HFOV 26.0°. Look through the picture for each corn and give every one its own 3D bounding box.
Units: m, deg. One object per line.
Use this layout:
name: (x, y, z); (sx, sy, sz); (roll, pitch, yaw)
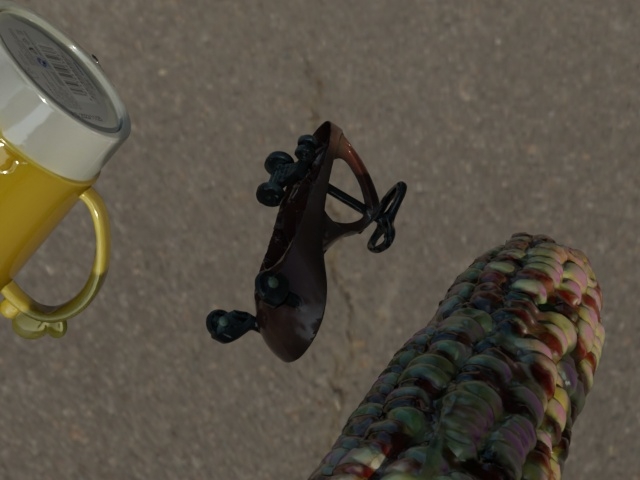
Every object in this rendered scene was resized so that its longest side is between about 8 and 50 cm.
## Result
corn: (0.059, 0.081, 0.585); (0.092, 0.092, 0.280); (16, 30, 15)

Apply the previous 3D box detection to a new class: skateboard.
skateboard: (0.000, 0.000, 0.777); (0.080, 0.067, 0.151); (29, 55, -17)

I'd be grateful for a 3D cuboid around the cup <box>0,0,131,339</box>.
cup: (-0.255, -0.041, 1.081); (0.226, 0.185, 0.241); (-43, 98, 16)
